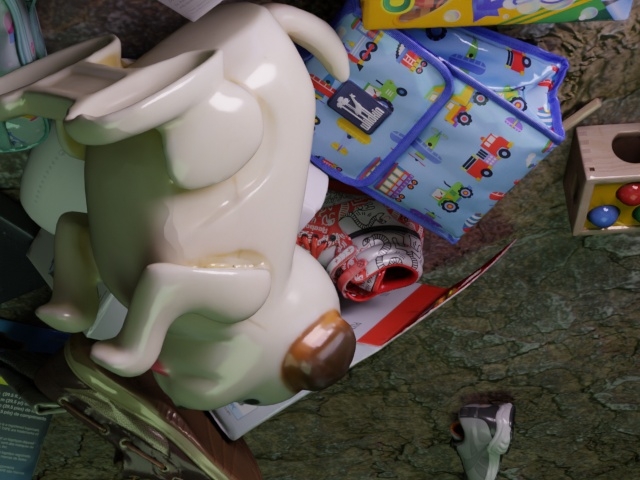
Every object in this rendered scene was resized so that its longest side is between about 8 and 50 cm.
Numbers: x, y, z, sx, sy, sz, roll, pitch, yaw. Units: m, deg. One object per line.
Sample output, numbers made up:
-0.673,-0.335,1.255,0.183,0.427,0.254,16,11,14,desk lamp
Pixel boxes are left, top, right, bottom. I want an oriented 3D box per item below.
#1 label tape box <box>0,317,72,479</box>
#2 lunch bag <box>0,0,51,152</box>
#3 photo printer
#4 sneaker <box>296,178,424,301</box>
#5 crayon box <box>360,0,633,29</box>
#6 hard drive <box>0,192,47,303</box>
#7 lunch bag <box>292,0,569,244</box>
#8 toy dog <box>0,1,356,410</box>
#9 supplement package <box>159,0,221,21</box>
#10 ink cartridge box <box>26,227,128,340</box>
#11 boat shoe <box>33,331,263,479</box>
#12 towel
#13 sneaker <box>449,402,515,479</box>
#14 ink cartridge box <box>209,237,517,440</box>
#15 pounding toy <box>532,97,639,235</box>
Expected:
-0.545,0.255,1.922,0.240,0.106,0.334,16,101,-27,label tape box
-0.391,-0.199,1.267,0.224,0.108,0.279,-3,147,-1,lunch bag
-0.184,-0.066,1.451,0.307,0.107,0.256,29,132,-22,photo printer
0.001,-0.001,1.574,0.270,0.145,0.090,1,147,-6,sneaker
0.149,-0.300,1.180,0.322,0.083,0.203,-2,147,-1,crayon box
-0.456,-0.007,1.610,0.172,0.054,0.254,-21,142,26,hard drive
0.093,-0.156,1.388,0.293,0.138,0.221,24,139,-15,lunch bag
-0.118,-0.013,1.266,0.284,0.395,0.408,9,124,42,toy dog
-0.158,-0.324,1.065,0.134,0.139,0.244,-29,140,36,supplement package
-0.264,0.050,1.565,0.139,0.190,0.082,20,106,-46,ink cartridge box
-0.217,0.246,1.581,0.123,0.123,0.342,-39,118,18,boat shoe
-0.285,0.212,1.777,0.312,0.056,0.324,8,179,-28,towel
0.281,0.365,2.227,0.108,0.100,0.271,10,144,5,sneaker
0.057,0.097,1.649,0.385,0.091,0.308,-36,177,24,ink cartridge box
0.339,-0.084,1.520,0.206,0.094,0.181,-4,147,0,pounding toy
